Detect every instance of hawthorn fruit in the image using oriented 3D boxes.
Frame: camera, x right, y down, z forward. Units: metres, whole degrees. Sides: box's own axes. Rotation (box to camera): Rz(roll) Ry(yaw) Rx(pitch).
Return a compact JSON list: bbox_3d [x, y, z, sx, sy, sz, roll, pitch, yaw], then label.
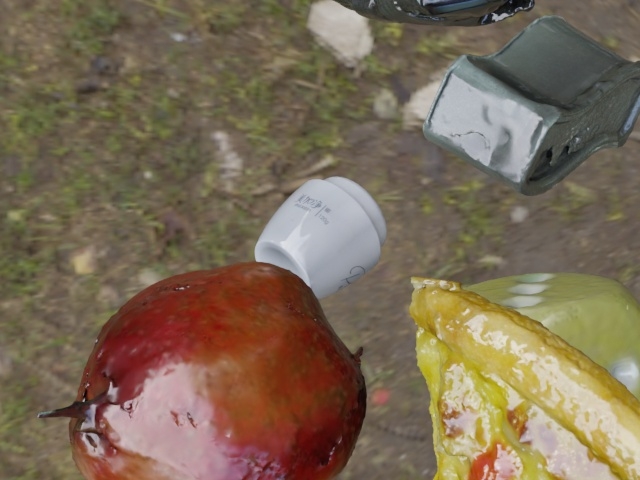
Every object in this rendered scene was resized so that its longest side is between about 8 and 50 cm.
[{"bbox_3d":[-0.086,0.106,1.034,0.181,0.235,0.181,6,98,48],"label":"hawthorn fruit"}]

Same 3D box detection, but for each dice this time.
[{"bbox_3d":[0.215,0.127,1.584,0.166,0.169,0.169,12,110,57],"label":"dice"}]

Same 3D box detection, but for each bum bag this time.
[{"bbox_3d":[0.103,-0.262,1.727,0.326,0.142,0.080,20,115,53],"label":"bum bag"}]

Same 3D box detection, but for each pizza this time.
[{"bbox_3d":[0.150,0.200,1.257,0.280,0.075,0.288,30,124,35],"label":"pizza"}]

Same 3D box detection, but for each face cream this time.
[{"bbox_3d":[0.000,0.000,1.349,0.091,0.095,0.091,33,146,27],"label":"face cream"}]

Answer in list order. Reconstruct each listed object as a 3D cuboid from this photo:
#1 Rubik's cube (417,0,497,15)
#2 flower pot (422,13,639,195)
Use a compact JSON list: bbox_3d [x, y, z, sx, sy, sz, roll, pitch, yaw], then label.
[{"bbox_3d":[0.134,-0.276,1.259,0.160,0.162,0.163,-12,106,0],"label":"Rubik's cube"},{"bbox_3d":[0.198,-0.122,1.453,0.108,0.229,0.103,33,127,23],"label":"flower pot"}]
